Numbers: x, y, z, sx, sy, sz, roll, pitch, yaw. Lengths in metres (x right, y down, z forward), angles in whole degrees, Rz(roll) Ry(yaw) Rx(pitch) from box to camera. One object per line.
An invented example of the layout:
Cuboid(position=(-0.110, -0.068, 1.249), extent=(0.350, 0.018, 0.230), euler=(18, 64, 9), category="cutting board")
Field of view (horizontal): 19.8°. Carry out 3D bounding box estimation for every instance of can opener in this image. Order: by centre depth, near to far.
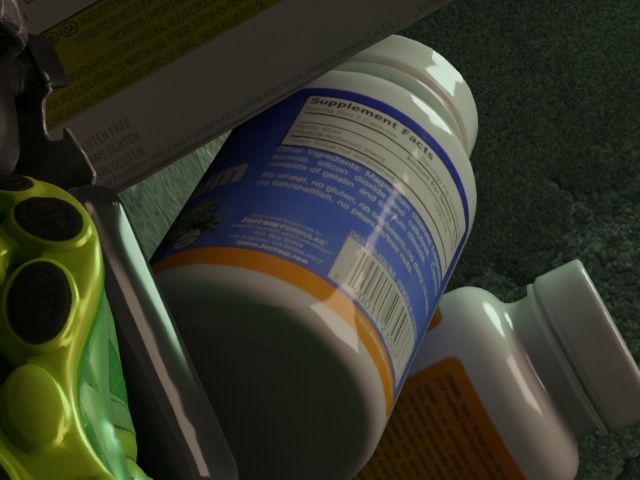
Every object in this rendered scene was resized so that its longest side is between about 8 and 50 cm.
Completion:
Cuboid(position=(-0.131, 0.009, 0.861), extent=(0.093, 0.074, 0.280), euler=(-10, 69, -57), category="can opener")

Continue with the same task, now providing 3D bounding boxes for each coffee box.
Cuboid(position=(-0.084, -0.257, 1.056), extent=(0.334, 0.338, 0.337), euler=(60, 7, -11), category="coffee box")

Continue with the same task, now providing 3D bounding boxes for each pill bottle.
Cuboid(position=(0.000, 0.000, 1.027), extent=(0.152, 0.152, 0.272), euler=(58, 35, -25), category="pill bottle")
Cuboid(position=(0.068, 0.112, 1.091), extent=(0.136, 0.245, 0.136), euler=(60, 8, -14), category="pill bottle")

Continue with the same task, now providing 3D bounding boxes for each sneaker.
Cuboid(position=(-0.105, 0.095, 0.654), extent=(0.123, 0.109, 0.295), euler=(88, -17, -49), category="sneaker")

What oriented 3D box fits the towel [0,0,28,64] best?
Cuboid(position=(-0.226, -0.195, 0.721), extent=(0.235, 0.121, 0.283), euler=(66, 9, 22), category="towel")
